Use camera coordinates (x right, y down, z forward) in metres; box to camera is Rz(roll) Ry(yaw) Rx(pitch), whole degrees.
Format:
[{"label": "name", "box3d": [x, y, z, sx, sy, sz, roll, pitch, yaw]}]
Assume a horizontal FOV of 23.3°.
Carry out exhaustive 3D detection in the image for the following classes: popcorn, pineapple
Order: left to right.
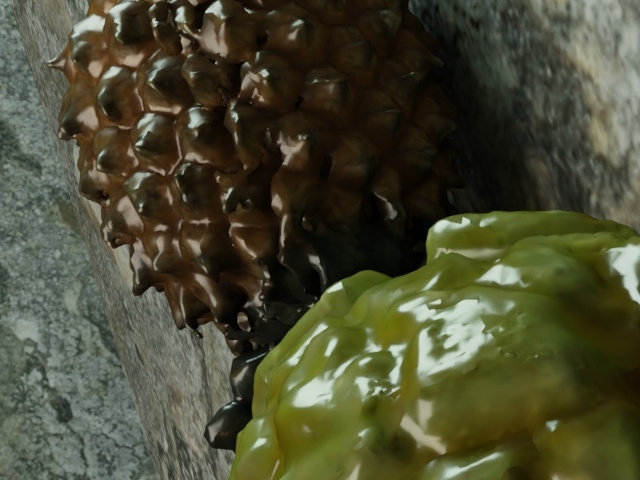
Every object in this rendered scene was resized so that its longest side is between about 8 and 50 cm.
[{"label": "pineapple", "box3d": [0.002, 0.000, 0.801, 0.223, 0.223, 0.357, 97, 153, -54]}, {"label": "popcorn", "box3d": [0.098, 0.127, 0.570, 0.282, 0.247, 0.282, 160, 90, -87]}]
